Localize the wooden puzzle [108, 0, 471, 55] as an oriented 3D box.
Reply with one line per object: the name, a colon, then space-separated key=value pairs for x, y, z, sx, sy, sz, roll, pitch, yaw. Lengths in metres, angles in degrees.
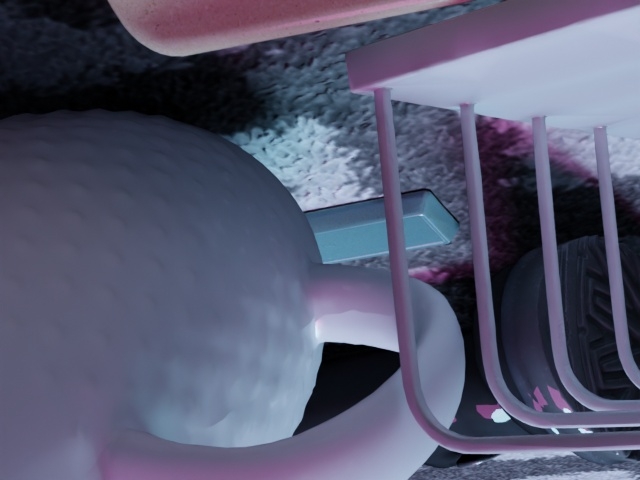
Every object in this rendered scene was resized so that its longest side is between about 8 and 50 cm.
wooden puzzle: x=0.010 y=-0.203 z=0.346 sx=0.322 sy=0.080 sz=0.348 roll=-8 pitch=151 yaw=18

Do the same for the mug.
mug: x=-0.109 y=0.071 z=0.619 sx=0.374 sy=0.276 sz=0.328 roll=1 pitch=-159 yaw=32

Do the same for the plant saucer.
plant saucer: x=0.000 y=0.000 z=0.881 sx=0.192 sy=0.018 sz=0.067 roll=-11 pitch=154 yaw=23

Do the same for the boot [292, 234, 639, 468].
boot: x=0.056 y=0.119 z=0.959 sx=0.445 sy=0.146 sz=0.367 roll=-12 pitch=164 yaw=33

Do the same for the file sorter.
file sorter: x=0.179 y=-0.009 z=0.548 sx=0.193 sy=0.173 sz=0.278 roll=-10 pitch=173 yaw=40
